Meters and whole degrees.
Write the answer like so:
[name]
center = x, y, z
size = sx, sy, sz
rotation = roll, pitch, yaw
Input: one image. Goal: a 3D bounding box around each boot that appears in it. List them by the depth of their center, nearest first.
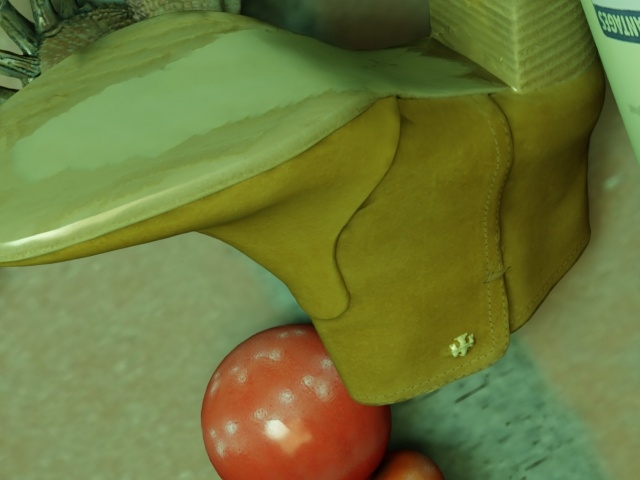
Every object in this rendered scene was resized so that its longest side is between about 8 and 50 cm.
[boot]
center = 0.000, -0.001, 0.761
size = 0.295, 0.104, 0.211
rotation = -28, 136, -21

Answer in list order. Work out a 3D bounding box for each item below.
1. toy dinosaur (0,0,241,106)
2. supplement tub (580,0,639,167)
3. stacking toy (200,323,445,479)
[toy dinosaur]
center = -0.114, -0.155, 0.793
size = 0.200, 0.127, 0.295
rotation = -38, 96, 23
[supplement tub]
center = 0.212, -0.075, 0.616
size = 0.235, 0.235, 0.325
rotation = -19, 107, 11
[stacking toy]
center = 0.051, 0.187, 0.892
size = 0.141, 0.141, 0.330
rotation = -31, 100, 14
